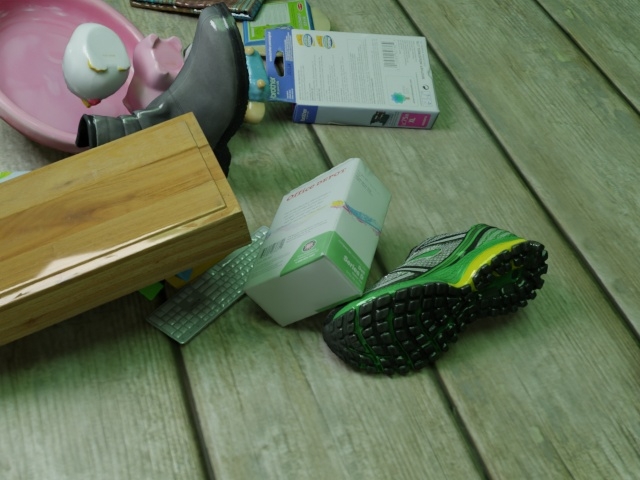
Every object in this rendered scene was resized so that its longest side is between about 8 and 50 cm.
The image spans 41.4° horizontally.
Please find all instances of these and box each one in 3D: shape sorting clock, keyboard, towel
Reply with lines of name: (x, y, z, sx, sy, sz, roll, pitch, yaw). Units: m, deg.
shape sorting clock: (-0.083, -0.420, 1.682, 0.206, 0.040, 0.206, -3, 44, 3)
keyboard: (-0.137, 0.059, 1.229, 0.072, 0.014, 0.256, 33, 49, 20)
towel: (-0.220, -0.587, 1.798, 0.271, 0.040, 0.370, 8, 45, 8)

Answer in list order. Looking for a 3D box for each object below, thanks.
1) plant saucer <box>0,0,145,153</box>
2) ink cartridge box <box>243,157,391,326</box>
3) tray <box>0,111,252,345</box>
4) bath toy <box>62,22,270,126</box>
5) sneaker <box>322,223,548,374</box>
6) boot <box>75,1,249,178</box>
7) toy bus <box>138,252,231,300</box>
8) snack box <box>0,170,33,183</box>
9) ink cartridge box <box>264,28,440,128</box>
plant saucer: (-0.416, -0.270, 1.376, 0.332, 0.084, 0.332, 21, 49, -26)
ink cartridge box: (0.000, 0.000, 1.202, 0.093, 0.154, 0.212, 45, 40, -25)
tray: (-0.317, -0.010, 1.069, 0.411, 0.076, 0.203, -23, 52, -9)
bath toy: (-0.249, -0.246, 1.343, 0.348, 0.129, 0.151, 0, 72, -42)
sneaker: (0.151, 0.077, 1.209, 0.344, 0.134, 0.146, -21, 28, -23)
boot: (-0.233, -0.180, 1.221, 0.223, 0.338, 0.118, -9, 50, -24)
toy bus: (-0.205, 0.015, 1.185, 0.202, 0.104, 0.191, 2, 55, 44)
snack box: (-0.405, -0.019, 1.187, 0.207, 0.070, 0.174, -3, 45, 7)
ink cartridge box: (0.051, -0.298, 1.555, 0.311, 0.065, 0.185, 2, 59, -11)
